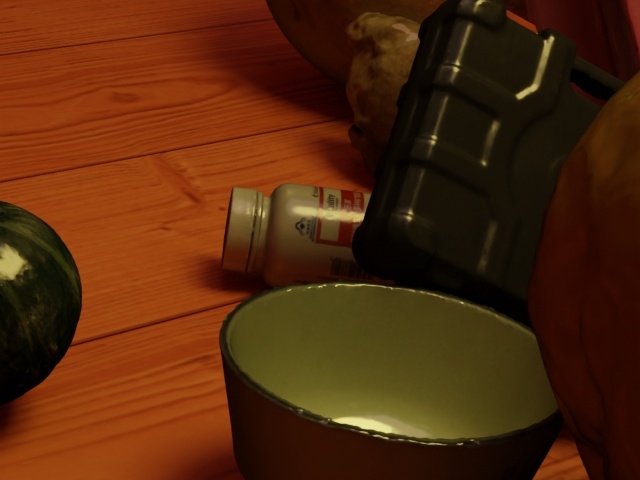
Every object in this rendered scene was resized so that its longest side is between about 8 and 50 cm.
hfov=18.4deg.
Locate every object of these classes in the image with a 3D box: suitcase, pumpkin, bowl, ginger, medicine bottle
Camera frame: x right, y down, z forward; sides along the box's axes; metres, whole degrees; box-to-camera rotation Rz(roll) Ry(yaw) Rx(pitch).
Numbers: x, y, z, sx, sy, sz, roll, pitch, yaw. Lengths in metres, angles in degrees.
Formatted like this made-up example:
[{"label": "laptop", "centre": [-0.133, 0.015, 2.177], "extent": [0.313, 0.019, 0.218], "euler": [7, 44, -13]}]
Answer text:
[{"label": "suitcase", "centre": [0.173, -0.020, 1.322], "extent": [0.286, 0.206, 0.066], "euler": [26, -23, -20]}, {"label": "pumpkin", "centre": [-0.228, 0.042, 1.205], "extent": [0.167, 0.125, 0.167], "euler": [-8, 12, 2]}, {"label": "bowl", "centre": [0.036, 0.113, 1.163], "extent": [0.211, 0.112, 0.211], "euler": [9, 23, -4]}, {"label": "ginger", "centre": [0.132, -0.117, 1.637], "extent": [0.276, 0.221, 0.130], "euler": [33, 40, 27]}, {"label": "medicine bottle", "centre": [0.000, 0.000, 1.456], "extent": [0.140, 0.079, 0.079], "euler": [8, 23, -4]}]

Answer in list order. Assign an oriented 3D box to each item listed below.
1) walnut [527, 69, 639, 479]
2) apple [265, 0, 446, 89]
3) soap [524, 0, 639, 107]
[{"label": "walnut", "centre": [0.286, 0.058, 1.068], "extent": [0.308, 0.397, 0.354], "euler": [-21, 4, 24]}, {"label": "apple", "centre": [0.110, -0.273, 1.860], "extent": [0.305, 0.338, 0.338], "euler": [0, 14, 35]}, {"label": "soap", "centre": [0.295, -0.124, 1.522], "extent": [0.233, 0.359, 0.128], "euler": [-6, -9, -32]}]
